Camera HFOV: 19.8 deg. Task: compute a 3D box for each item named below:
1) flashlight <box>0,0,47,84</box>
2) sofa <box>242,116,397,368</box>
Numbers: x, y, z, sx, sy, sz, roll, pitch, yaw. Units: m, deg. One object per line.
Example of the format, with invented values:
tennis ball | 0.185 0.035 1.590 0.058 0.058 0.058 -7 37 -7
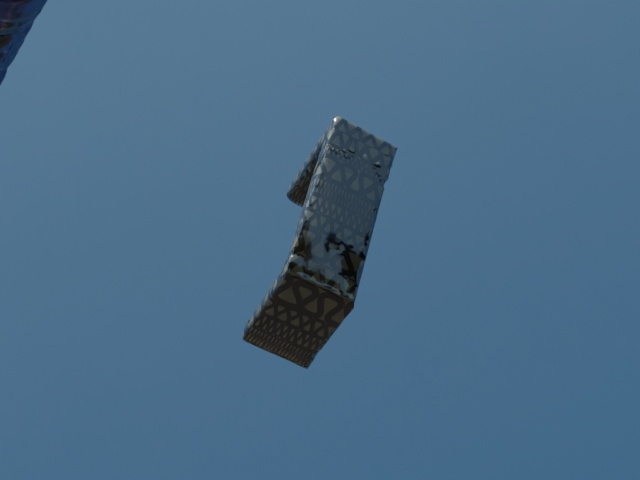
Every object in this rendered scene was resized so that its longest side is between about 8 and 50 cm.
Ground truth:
flashlight | -0.093 -0.041 0.438 0.035 0.057 0.121 45 -42 6
sofa | 0.000 0.000 0.894 0.039 0.118 0.060 25 -46 -8
